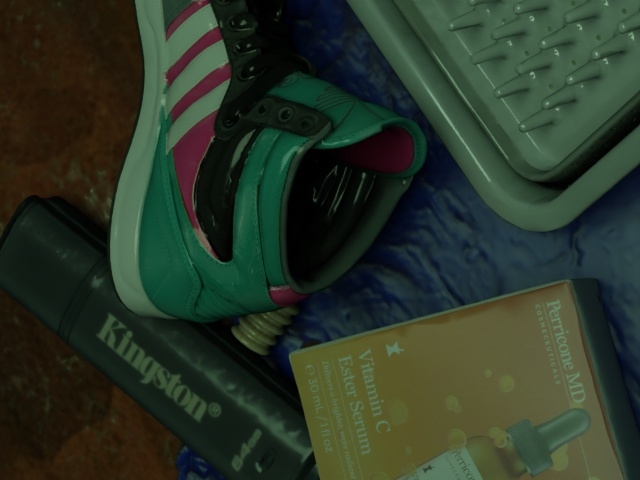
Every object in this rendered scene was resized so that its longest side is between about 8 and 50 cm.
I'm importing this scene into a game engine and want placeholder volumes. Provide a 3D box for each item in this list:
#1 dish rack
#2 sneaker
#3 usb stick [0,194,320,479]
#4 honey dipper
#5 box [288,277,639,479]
[{"bbox_3d":[0.111,-0.198,0.735,0.332,0.072,0.285,58,143,13],"label":"dish rack"},{"bbox_3d":[-0.023,-0.092,0.791,0.178,0.124,0.295,6,91,33],"label":"sneaker"},{"bbox_3d":[-0.103,0.072,0.877,0.278,0.045,0.077,37,100,18],"label":"usb stick"},{"bbox_3d":[0.000,0.000,0.848,0.030,0.030,0.160,38,100,18],"label":"honey dipper"},{"bbox_3d":[0.087,0.103,0.779,0.171,0.091,0.130,-17,82,20],"label":"box"}]
